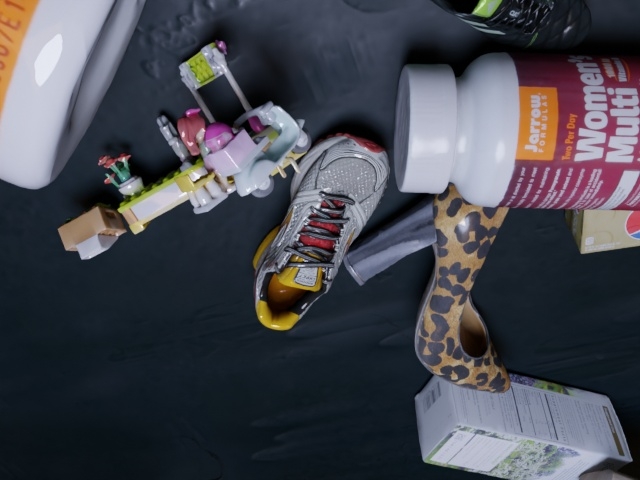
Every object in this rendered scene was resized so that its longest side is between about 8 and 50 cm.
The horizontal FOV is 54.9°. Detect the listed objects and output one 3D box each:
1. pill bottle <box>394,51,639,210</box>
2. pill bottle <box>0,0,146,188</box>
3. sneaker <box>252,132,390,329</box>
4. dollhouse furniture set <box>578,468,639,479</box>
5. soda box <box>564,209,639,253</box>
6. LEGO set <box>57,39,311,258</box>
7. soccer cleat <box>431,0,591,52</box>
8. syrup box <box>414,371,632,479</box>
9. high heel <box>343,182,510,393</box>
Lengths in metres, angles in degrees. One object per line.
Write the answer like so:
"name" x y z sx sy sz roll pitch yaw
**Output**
"pill bottle" 0.174 -0.085 0.488 0.221 0.121 0.121 1 130 0
"pill bottle" -0.298 -0.206 0.332 0.392 0.224 0.224 25 126 -19
"sneaker" 0.000 0.000 0.581 0.088 0.093 0.225 18 127 -14
"dollhouse furniture set" 0.324 0.476 0.799 0.362 0.257 0.394 22 150 -2
"soda box" 0.324 -0.040 0.563 0.181 0.058 0.061 -8 129 9
"LEGO set" -0.128 -0.077 0.516 0.287 0.132 0.107 -14 114 41
"soccer cleat" 0.124 -0.174 0.444 0.178 0.072 0.060 18 128 -18
"syrup box" 0.247 0.233 0.766 0.236 0.096 0.093 14 132 -13
"high heel" 0.171 0.056 0.620 0.186 0.093 0.261 -32 114 31
